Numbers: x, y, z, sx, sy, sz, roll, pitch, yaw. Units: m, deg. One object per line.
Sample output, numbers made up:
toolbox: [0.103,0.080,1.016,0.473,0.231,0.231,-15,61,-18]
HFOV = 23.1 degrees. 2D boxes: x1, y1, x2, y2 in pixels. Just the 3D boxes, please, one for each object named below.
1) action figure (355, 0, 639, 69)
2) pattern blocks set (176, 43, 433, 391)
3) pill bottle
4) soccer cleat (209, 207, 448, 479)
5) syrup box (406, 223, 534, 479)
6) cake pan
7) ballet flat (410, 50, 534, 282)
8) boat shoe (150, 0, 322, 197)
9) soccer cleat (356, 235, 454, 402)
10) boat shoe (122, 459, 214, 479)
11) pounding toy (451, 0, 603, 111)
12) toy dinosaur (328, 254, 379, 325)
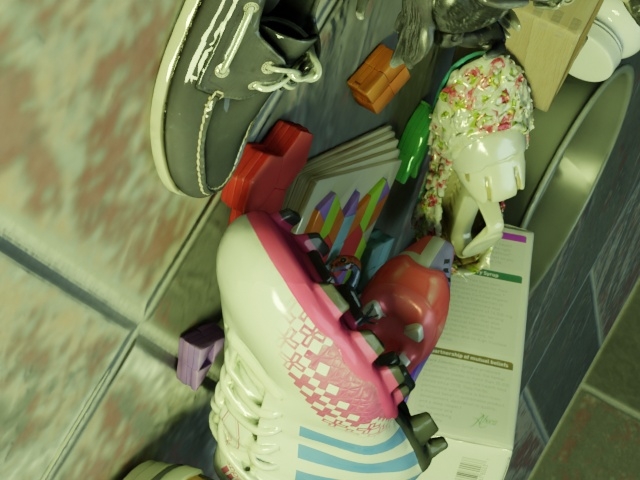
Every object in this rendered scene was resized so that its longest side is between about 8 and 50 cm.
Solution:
action figure: [0.116,-0.190,0.964,0.276,0.141,0.164,-9,139,-37]
pattern blocks set: [0.000,0.000,1.098,0.325,0.026,0.285,-38,152,-54]
pill bottle: [0.276,-0.225,1.446,0.160,0.087,0.087,-54,161,-23]
soccer cleat: [-0.018,0.102,0.988,0.143,0.116,0.331,-31,147,1]
syrup box: [0.125,0.098,1.360,0.093,0.096,0.237,99,3,-51]
cake pan: [0.240,-0.062,1.653,0.293,0.054,0.293,-53,161,-27]
ballet flat: [0.123,-0.048,1.192,0.091,0.077,0.241,-18,153,-11]
boat shoe: [-0.031,-0.100,0.781,0.075,0.065,0.206,-38,151,-54]
soccer cleat: [0.047,0.096,1.253,0.095,0.083,0.248,-53,170,-40]
boat shoe: [-0.080,0.326,1.159,0.187,0.156,0.500,-55,163,-28]
pounding toy: [0.171,-0.198,1.192,0.181,0.094,0.206,-61,173,-19]
toy dinosaur: [0.004,0.049,1.108,0.082,0.047,0.090,-68,-162,-7]
